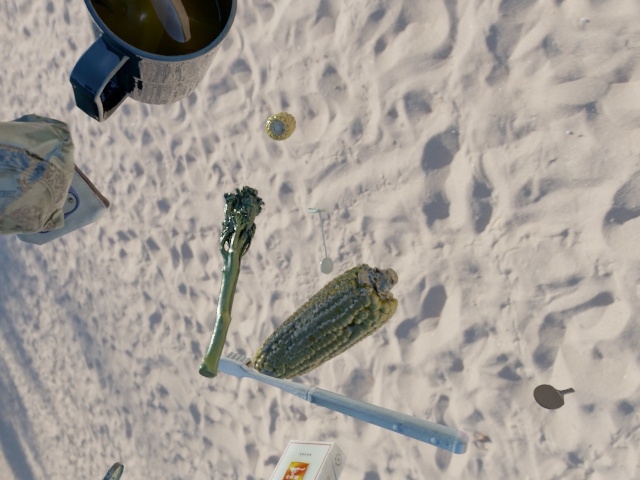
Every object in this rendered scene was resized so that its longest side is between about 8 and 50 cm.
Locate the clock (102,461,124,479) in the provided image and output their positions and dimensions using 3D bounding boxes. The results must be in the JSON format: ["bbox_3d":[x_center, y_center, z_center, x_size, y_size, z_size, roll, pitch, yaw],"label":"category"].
[{"bbox_3d":[-0.566,0.646,1.388,0.017,0.085,0.085,21,123,9],"label":"clock"}]

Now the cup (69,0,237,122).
[{"bbox_3d":[-0.307,-0.370,0.944,0.292,0.242,0.308,177,100,-69],"label":"cup"}]

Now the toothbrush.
[{"bbox_3d":[0.013,0.200,0.644,0.342,0.030,0.025,12,112,25],"label":"toothbrush"}]

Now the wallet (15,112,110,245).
[{"bbox_3d":[-0.797,-0.154,1.455,0.335,0.275,0.068,54,173,-10],"label":"wallet"}]

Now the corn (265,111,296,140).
[{"bbox_3d":[-0.052,-0.150,0.673,0.037,0.092,0.037,0,105,2],"label":"corn"}]

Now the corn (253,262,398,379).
[{"bbox_3d":[0.008,0.151,0.910,0.322,0.119,0.119,-36,75,22],"label":"corn"}]

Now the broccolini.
[{"bbox_3d":[-0.110,0.041,0.600,0.051,0.054,0.239,-14,55,35],"label":"broccolini"}]

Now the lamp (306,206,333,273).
[{"bbox_3d":[0.000,0.000,1.488,0.056,0.050,0.198,-2,96,44],"label":"lamp"}]

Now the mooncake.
[{"bbox_3d":[-0.598,-0.108,0.956,0.136,0.250,0.254,56,137,30],"label":"mooncake"}]

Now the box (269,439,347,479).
[{"bbox_3d":[-0.074,0.810,1.647,0.210,0.330,0.095,-14,118,37],"label":"box"}]

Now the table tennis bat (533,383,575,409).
[{"bbox_3d":[0.429,0.283,0.935,0.050,0.083,0.007,-115,23,-43],"label":"table tennis bat"}]
